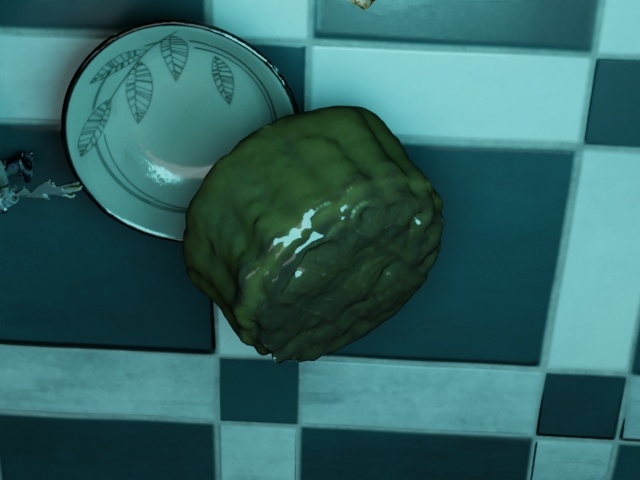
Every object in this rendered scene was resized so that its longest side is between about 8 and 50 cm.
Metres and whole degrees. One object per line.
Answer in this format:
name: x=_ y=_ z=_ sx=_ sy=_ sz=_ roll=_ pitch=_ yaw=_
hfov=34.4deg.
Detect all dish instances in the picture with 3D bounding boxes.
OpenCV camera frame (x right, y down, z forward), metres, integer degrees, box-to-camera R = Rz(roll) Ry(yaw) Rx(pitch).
dish: x=-0.176 y=-0.152 z=1.354 sx=0.317 sy=0.106 sz=0.316 roll=0 pitch=121 yaw=0

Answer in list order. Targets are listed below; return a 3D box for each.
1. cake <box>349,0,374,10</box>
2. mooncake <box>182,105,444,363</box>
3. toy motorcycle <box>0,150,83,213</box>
cake: x=-0.053 y=-0.367 z=1.202 sx=0.160 sy=0.158 sz=0.262 roll=-22 pitch=117 yaw=18
mooncake: x=-0.001 y=-0.001 z=1.295 sx=0.324 sy=0.187 sz=0.324 roll=-26 pitch=146 yaw=-20
toy motorcycle: x=-0.502 y=-0.091 z=1.385 sx=0.401 sy=0.134 sz=0.207 roll=-5 pitch=118 yaw=7
